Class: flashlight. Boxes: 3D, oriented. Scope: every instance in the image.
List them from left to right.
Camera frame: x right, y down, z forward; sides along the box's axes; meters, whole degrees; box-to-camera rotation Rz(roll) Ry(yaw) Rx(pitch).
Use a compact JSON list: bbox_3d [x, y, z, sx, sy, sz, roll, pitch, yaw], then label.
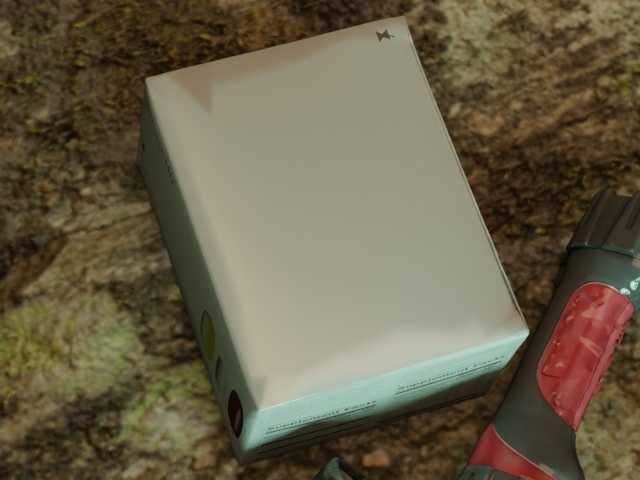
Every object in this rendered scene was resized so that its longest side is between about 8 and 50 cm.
[{"bbox_3d":[0.190,0.102,1.402,0.103,0.103,0.304,28,68,4],"label":"flashlight"}]

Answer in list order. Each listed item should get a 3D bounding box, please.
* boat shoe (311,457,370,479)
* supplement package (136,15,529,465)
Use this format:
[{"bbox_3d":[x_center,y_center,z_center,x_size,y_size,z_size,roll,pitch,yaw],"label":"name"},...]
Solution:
[{"bbox_3d":[0.103,0.270,1.308,0.306,0.113,0.105,40,99,17],"label":"boat shoe"},{"bbox_3d":[0.000,0.000,1.392,0.204,0.145,0.262,-15,71,-14],"label":"supplement package"}]
